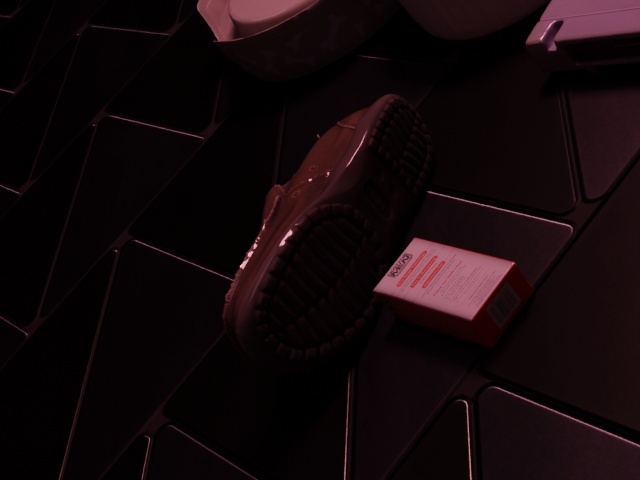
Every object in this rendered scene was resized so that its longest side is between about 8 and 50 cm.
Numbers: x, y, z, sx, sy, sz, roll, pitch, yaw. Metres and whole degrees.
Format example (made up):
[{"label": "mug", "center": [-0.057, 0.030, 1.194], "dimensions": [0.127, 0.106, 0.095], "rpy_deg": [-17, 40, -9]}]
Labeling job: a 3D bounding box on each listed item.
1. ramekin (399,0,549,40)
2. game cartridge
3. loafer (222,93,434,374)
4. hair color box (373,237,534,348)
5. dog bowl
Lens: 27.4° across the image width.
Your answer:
[{"label": "ramekin", "center": [0.195, -0.368, 1.571], "dimensions": [0.277, 0.135, 0.277], "rpy_deg": [-28, 33, 20]}, {"label": "game cartridge", "center": [0.399, -0.270, 1.308], "dimensions": [0.355, 0.068, 0.230], "rpy_deg": [2, 47, 48]}, {"label": "loafer", "center": [0.000, 0.000, 1.342], "dimensions": [0.130, 0.134, 0.366], "rpy_deg": [-15, 29, 42]}, {"label": "hair color box", "center": [0.122, 0.046, 1.217], "dimensions": [0.072, 0.043, 0.141], "rpy_deg": [-50, 34, -16]}, {"label": "dog bowl", "center": [-0.006, -0.359, 1.806], "dimensions": [0.348, 0.102, 0.349], "rpy_deg": [-27, 34, 20]}]
